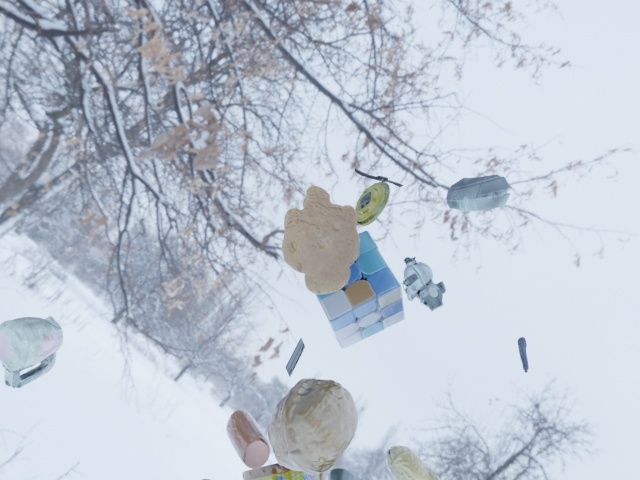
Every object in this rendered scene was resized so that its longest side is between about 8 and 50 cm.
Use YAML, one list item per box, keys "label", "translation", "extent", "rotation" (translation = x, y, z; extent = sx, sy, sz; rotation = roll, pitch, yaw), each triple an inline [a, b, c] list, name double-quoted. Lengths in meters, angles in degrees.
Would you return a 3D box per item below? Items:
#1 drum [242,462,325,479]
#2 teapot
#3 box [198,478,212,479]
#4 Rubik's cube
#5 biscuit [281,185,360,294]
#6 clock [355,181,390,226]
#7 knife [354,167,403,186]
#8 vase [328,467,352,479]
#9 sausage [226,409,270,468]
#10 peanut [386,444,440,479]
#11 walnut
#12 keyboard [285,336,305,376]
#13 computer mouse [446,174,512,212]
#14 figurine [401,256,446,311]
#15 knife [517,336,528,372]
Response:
- label: "drum"
  translation: [-0.181, 1.230, 2.431]
  extent: [0.431, 0.430, 0.214]
  rotation: [93, -16, -67]
- label: "teapot"
  translation: [-0.946, 0.358, 1.596]
  extent: [0.178, 0.163, 0.222]
  rotation: [-8, 83, -66]
- label: "box"
  translation: [-0.447, 0.944, 1.716]
  extent: [0.088, 0.200, 0.146]
  rotation: [46, 13, -41]
- label: "Rubik's cube"
  translation: [0.156, 0.229, 2.201]
  extent: [0.344, 0.346, 0.347]
  rotation: [62, -3, 34]
- label: "biscuit"
  translation: [-0.001, 0.000, 1.653]
  extent: [0.051, 0.269, 0.376]
  rotation: [-144, -132, -78]
- label: "clock"
  translation: [0.223, -0.176, 2.202]
  extent: [0.057, 0.237, 0.237]
  rotation: [29, -13, -24]
- label: "knife"
  translation: [0.243, -0.264, 2.031]
  extent: [0.222, 0.045, 0.021]
  rotation: [20, -56, 12]
- label: "vase"
  translation: [0.060, 0.887, 1.617]
  extent: [0.086, 0.214, 0.086]
  rotation: [4, -55, 5]
- label: "sausage"
  translation: [-0.283, 0.749, 1.840]
  extent: [0.121, 0.121, 0.304]
  rotation: [48, -15, -20]
- label: "peanut"
  translation: [0.400, 0.985, 2.012]
  extent: [0.313, 0.149, 0.149]
  rotation: [46, -19, -13]
- label: "walnut"
  translation: [-0.031, 0.644, 1.675]
  extent: [0.306, 0.306, 0.344]
  rotation: [34, 22, 18]
- label: "keyboard"
  translation: [-0.120, 0.560, 2.320]
  extent: [0.011, 0.202, 0.067]
  rotation: [-6, -60, 26]
- label: "computer mouse"
  translation: [0.552, -0.155, 1.668]
  extent: [0.071, 0.231, 0.126]
  rotation: [-86, 170, -73]
- label: "figurine"
  translation: [0.326, 0.137, 1.557]
  extent: [0.193, 0.126, 0.147]
  rotation: [63, 6, 12]
- label: "knife"
  translation: [0.702, 0.394, 1.661]
  extent: [0.031, 0.018, 0.121]
  rotation: [-27, -112, 61]
